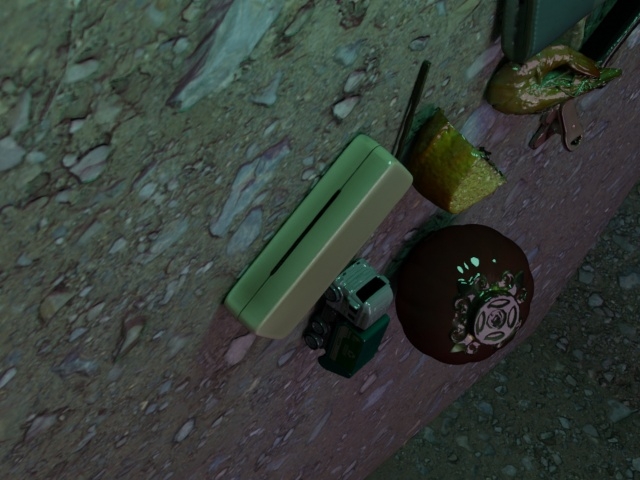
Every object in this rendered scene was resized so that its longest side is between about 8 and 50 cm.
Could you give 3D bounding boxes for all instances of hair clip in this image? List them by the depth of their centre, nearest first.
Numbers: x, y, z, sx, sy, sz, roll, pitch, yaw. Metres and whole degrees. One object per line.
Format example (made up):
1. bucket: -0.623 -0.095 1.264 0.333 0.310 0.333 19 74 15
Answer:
1. hair clip: 0.522 -0.269 2.078 0.123 0.102 0.138 -42 126 -22

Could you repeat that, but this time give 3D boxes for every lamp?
1. lamp: 0.300 0.113 1.954 0.303 0.257 0.303 -10 115 -23

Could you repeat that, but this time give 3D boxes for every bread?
1. bread: 0.221 -0.121 1.590 0.134 0.129 0.260 -46 159 13

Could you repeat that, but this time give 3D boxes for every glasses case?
1. glasses case: 0.000 0.000 1.420 0.336 0.076 0.144 -50 160 3

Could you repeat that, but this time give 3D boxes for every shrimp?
1. shrimp: 0.424 -0.295 1.676 0.267 0.061 0.145 -6 136 -13

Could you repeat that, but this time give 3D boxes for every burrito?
1. burrito: 0.435 -0.340 1.719 0.082 0.059 0.275 -9 145 -11

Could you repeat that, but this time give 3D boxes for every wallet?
1. wallet: 0.434 -0.455 1.466 0.360 0.083 0.252 -38 151 -16
2. wallet: 0.597 -0.427 1.859 0.250 0.044 0.149 -53 -171 11

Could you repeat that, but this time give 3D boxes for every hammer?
1. hammer: 0.135 -0.167 1.481 0.058 0.029 0.292 -36 154 -36

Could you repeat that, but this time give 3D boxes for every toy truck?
1. toy truck: 0.055 0.151 1.741 0.114 0.124 0.253 -37 158 -36
